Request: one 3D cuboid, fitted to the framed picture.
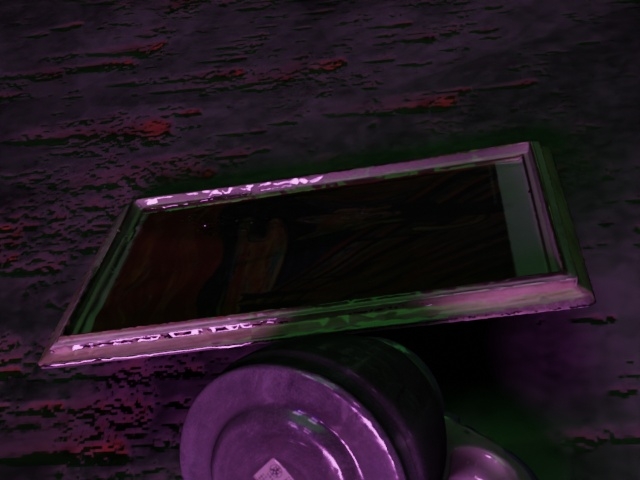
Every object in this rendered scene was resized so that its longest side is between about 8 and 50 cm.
[{"bbox_3d":[0.000,0.000,0.721,0.273,0.016,0.216,-8,23,6],"label":"framed picture"}]

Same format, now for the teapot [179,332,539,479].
[{"bbox_3d":[0.024,0.089,0.582,0.149,0.111,0.108,0,19,29],"label":"teapot"}]
